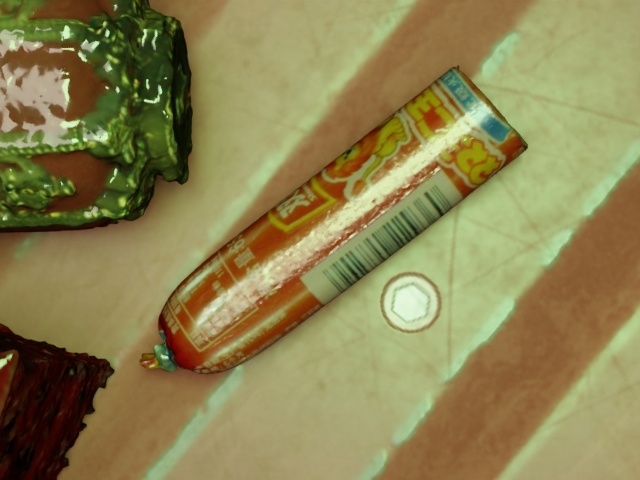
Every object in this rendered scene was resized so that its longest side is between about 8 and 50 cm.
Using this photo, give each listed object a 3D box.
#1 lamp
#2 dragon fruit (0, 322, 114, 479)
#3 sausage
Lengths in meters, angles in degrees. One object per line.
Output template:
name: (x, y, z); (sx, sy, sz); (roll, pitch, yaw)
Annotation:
lamp: (-0.215, -0.085, 1.153); (0.274, 0.177, 0.177); (-2, 88, 7)
dragon fruit: (-0.278, 0.096, 1.173); (0.330, 0.240, 0.302); (32, 120, 26)
sausage: (0.000, 0.000, 1.176); (0.274, 0.074, 0.074); (-38, 85, 4)
